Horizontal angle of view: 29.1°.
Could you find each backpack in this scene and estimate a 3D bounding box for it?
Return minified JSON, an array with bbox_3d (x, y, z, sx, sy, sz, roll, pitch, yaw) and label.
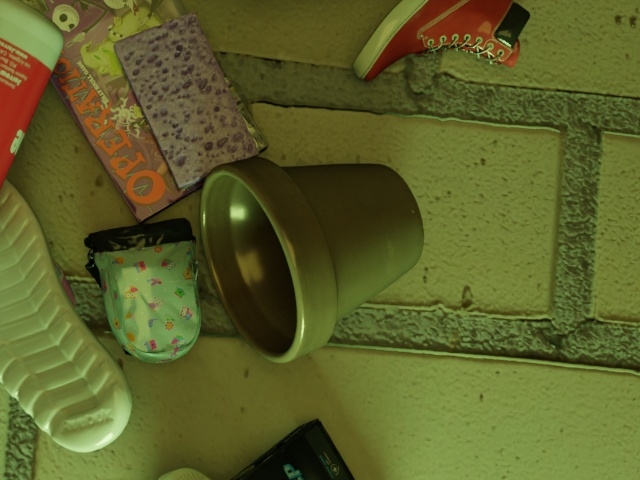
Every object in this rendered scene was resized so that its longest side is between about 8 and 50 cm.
[{"bbox_3d":[-0.223,0.069,1.601,0.152,0.115,0.182,-9,90,-12],"label":"backpack"}]

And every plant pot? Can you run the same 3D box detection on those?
[{"bbox_3d":[0.000,0.000,1.594,0.229,0.263,0.263,-20,89,-28],"label":"plant pot"}]

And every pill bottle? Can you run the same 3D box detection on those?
[{"bbox_3d":[-0.489,-0.113,1.479,0.229,0.229,0.407,24,86,-6],"label":"pill bottle"}]

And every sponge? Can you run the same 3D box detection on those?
[{"bbox_3d":[-0.177,-0.184,1.623,0.117,0.031,0.210,-24,90,-9],"label":"sponge"}]

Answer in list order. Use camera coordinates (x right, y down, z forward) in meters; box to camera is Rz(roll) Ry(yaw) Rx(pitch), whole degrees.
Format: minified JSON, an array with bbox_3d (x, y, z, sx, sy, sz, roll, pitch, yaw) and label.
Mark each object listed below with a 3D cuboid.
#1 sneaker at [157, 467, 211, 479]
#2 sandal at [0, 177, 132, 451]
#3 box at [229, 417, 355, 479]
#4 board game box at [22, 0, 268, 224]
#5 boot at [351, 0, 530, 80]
[{"bbox_3d":[-0.124,0.439,1.599,0.148,0.131,0.350,-31,110,28],"label":"sneaker"},{"bbox_3d":[-0.376,0.092,1.583,0.169,0.102,0.416,-34,75,9],"label":"sandal"},{"bbox_3d":[-0.011,0.367,1.595,0.175,0.051,0.220,-30,90,-48],"label":"box"},{"bbox_3d":[-0.246,-0.220,1.653,0.208,0.056,0.347,-32,91,-5],"label":"board game box"},{"bbox_3d":[0.174,-0.270,1.700,0.176,0.088,0.244,46,78,-5],"label":"boot"}]
